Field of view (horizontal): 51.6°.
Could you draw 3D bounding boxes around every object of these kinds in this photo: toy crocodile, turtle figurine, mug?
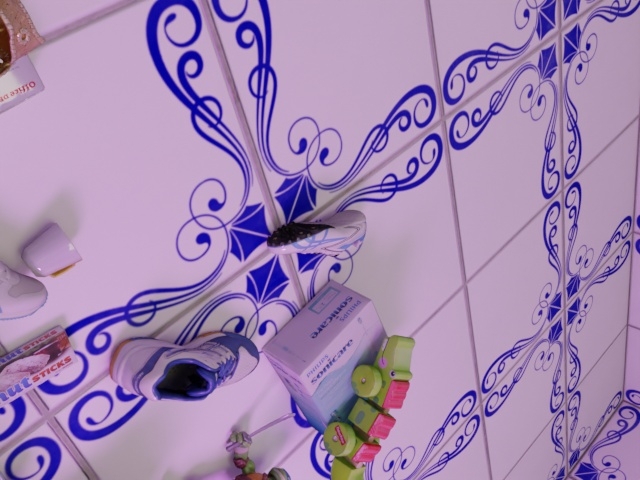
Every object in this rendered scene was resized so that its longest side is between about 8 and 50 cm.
[{"bbox_3d":[0.107,0.349,1.329,0.115,0.105,0.340,24,91,-46],"label":"toy crocodile"},{"bbox_3d":[-0.146,0.463,1.248,0.266,0.275,0.197,-14,83,-37],"label":"turtle figurine"},{"bbox_3d":[-0.372,0.024,0.919,0.064,0.062,0.078,-36,124,-19],"label":"mug"}]

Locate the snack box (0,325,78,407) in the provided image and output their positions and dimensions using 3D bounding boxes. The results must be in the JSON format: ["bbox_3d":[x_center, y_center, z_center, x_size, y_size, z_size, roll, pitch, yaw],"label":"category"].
[{"bbox_3d":[-0.441,0.194,0.949,0.178,0.022,0.064,-32,129,-33],"label":"snack box"}]

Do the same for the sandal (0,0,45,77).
[{"bbox_3d":[-0.340,-0.246,0.731,0.079,0.088,0.239,14,90,-40],"label":"sandal"}]

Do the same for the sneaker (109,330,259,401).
[{"bbox_3d":[-0.203,0.229,1.129,0.297,0.131,0.111,2,104,-47],"label":"sneaker"}]

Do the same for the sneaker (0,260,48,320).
[{"bbox_3d":[-0.441,0.034,0.824,0.229,0.087,0.092,25,95,-46],"label":"sneaker"}]

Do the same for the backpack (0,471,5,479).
[{"bbox_3d":[-0.522,0.308,0.788,0.225,0.191,0.253,-55,128,-19],"label":"backpack"}]

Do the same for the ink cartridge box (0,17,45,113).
[{"bbox_3d":[-0.401,-0.216,0.785,0.088,0.052,0.122,-39,129,-27],"label":"ink cartridge box"}]

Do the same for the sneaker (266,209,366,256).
[{"bbox_3d":[0.000,0.000,1.268,0.237,0.085,0.086,-14,112,-40],"label":"sneaker"}]

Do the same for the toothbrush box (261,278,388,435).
[{"bbox_3d":[0.039,0.266,1.394,0.216,0.126,0.295,-45,134,-21],"label":"toothbrush box"}]
